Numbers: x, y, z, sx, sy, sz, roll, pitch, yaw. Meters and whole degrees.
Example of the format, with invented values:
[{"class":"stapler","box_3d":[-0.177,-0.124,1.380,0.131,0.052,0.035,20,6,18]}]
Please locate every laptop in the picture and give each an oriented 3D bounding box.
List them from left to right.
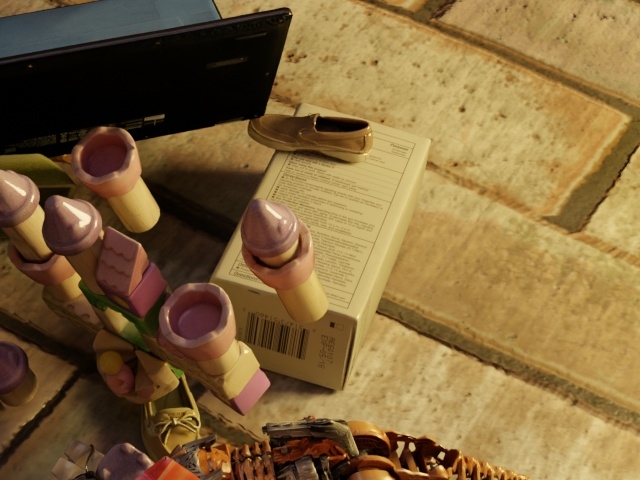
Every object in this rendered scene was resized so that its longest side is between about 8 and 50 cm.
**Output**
[{"class":"laptop","box_3d":[-0.262,-0.218,1.814,0.382,0.408,0.236,-12,75,-12]}]

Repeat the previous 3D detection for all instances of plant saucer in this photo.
[{"class":"plant saucer","box_3d":[-0.352,-0.046,1.784,0.188,0.188,0.045,-3,76,-15]}]

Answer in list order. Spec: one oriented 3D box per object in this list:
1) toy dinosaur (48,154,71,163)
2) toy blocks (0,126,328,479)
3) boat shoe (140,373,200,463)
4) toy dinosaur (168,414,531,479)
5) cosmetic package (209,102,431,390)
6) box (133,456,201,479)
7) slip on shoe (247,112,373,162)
[{"class":"toy dinosaur","box_3d":[-0.321,-0.112,1.971,0.112,0.064,0.211,7,35,47]},{"class":"toy blocks","box_3d":[-0.193,0.049,1.584,0.289,0.260,0.309,27,70,27]},{"class":"boat shoe","box_3d":[-0.147,0.160,1.701,0.056,0.048,0.153,-2,43,-13]},{"class":"toy dinosaur","box_3d":[0.019,0.234,1.529,0.322,0.218,0.164,12,41,2]},{"class":"cosmetic package","box_3d":[0.000,0.000,1.859,0.160,0.113,0.309,17,42,8]},{"class":"box","box_3d":[-0.127,0.315,1.381,0.128,0.256,0.123,34,45,23]},{"class":"slip on shoe","box_3d":[-0.010,-0.119,1.873,0.135,0.041,0.051,14,42,7]}]
